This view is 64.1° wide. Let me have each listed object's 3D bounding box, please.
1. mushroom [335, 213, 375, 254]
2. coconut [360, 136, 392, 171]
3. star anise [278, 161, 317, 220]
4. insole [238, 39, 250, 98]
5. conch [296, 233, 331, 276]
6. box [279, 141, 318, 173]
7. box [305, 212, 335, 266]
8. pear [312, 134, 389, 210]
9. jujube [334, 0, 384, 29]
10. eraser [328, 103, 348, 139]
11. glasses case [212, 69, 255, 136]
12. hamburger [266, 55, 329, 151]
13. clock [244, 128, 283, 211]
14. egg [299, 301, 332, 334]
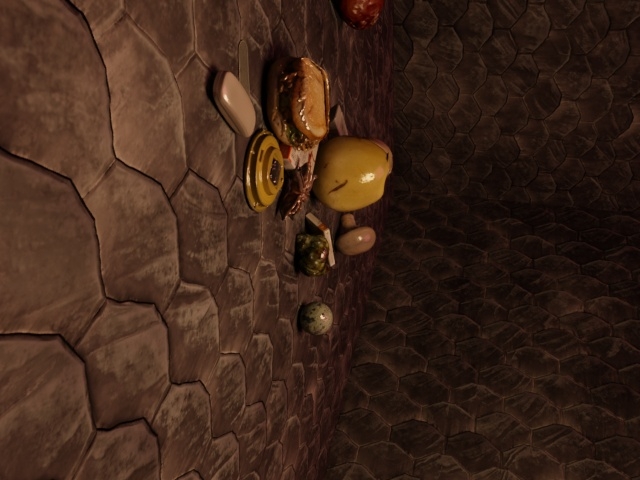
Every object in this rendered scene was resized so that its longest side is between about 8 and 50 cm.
[{"bbox_3d":[0.176,-0.025,2.507,0.206,0.206,0.209,41,57,-73],"label":"mushroom"},{"bbox_3d":[0.207,-0.364,2.389,0.259,0.259,0.259,7,90,-76],"label":"coconut"},{"bbox_3d":[-0.073,-0.161,1.662,0.172,0.063,0.208,-30,141,-62],"label":"star anise"},{"bbox_3d":[-0.192,-0.380,1.283,0.080,0.003,0.231,-46,141,-67],"label":"insole"},{"bbox_3d":[-0.029,0.053,1.917,0.187,0.124,0.181,-114,-164,-71],"label":"conch"},{"bbox_3d":[-0.062,-0.341,1.715,0.265,0.048,0.273,54,45,-68],"label":"box"},{"bbox_3d":[0.001,0.000,2.007,0.032,0.122,0.220,-35,145,-19],"label":"box"},{"bbox_3d":[0.115,-0.256,1.975,0.309,0.309,0.309,7,90,-76],"label":"pear"},{"bbox_3d":[0.151,-0.945,1.966,0.318,0.223,0.223,39,59,-82],"label":"jujube"},{"bbox_3d":[0.076,-0.448,2.177,0.352,0.061,0.089,60,40,-66],"label":"eraser"},{"bbox_3d":[-0.198,-0.315,1.194,0.204,0.051,0.081,60,41,-67],"label":"glasses case"},{"bbox_3d":[-0.057,-0.395,1.487,0.243,0.146,0.286,-61,142,-42],"label":"hamburger"},{"bbox_3d":[-0.148,-0.194,1.446,0.237,0.057,0.237,6,90,-75],"label":"clock"},{"bbox_3d":[-0.017,0.316,2.055,0.172,0.132,0.132,94,9,-65],"label":"egg"}]
